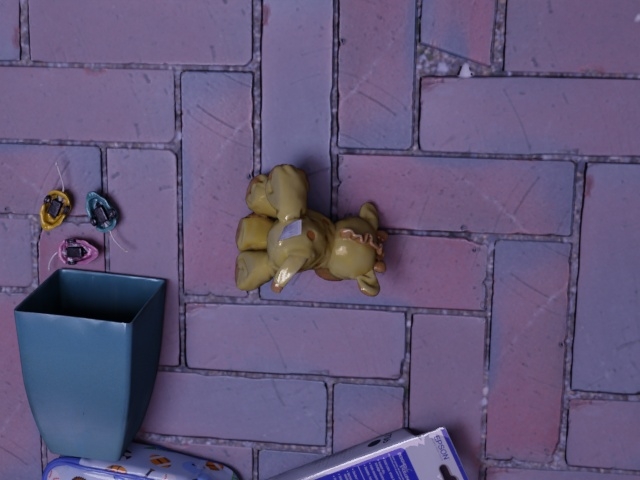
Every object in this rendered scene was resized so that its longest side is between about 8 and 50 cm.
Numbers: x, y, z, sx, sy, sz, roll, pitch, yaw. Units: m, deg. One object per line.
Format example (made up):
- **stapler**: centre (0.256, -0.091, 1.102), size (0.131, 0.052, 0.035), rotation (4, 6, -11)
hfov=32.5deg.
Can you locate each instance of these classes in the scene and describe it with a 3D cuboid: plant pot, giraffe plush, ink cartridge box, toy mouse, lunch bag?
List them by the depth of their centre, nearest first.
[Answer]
- **giraffe plush**: centre (0.000, 0.000, 1.487), size (0.171, 0.210, 0.181), rotation (12, 92, -27)
- **plant pot**: centre (-0.323, 0.183, 1.568), size (0.166, 0.165, 0.234), rotation (6, 110, 8)
- **toy mouse**: centre (-0.337, -0.016, 1.589), size (0.143, 0.031, 0.161), rotation (23, 104, 4)
- **ink cartridge box**: centre (0.063, 0.385, 1.595), size (0.333, 0.065, 0.165), rotation (-22, 97, 14)
- **lunch bag**: centre (-0.266, 0.431, 1.632), size (0.303, 0.115, 0.243), rotation (13, 105, 7)
